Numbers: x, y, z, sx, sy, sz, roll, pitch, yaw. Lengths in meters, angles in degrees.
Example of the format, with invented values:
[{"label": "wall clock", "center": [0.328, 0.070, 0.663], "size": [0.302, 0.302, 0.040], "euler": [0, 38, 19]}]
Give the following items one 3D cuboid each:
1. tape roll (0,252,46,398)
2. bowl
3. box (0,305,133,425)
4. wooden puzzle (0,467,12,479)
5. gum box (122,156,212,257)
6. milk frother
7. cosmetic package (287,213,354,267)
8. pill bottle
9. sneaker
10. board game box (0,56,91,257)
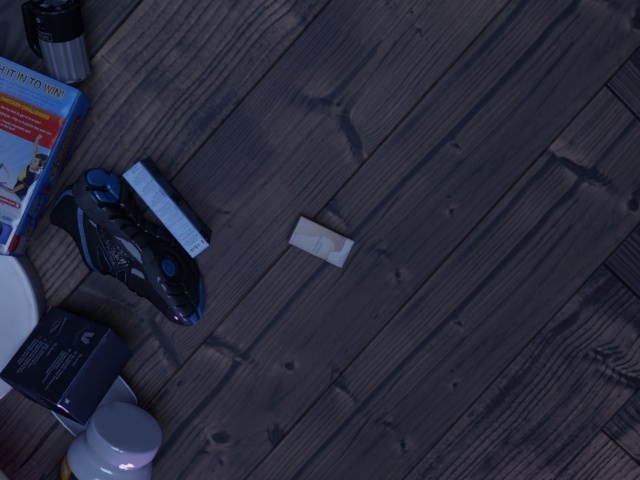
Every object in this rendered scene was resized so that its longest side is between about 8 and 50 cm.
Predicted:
[{"label": "tape roll", "center": [-0.703, 0.137, 1.441], "size": [0.391, 0.072, 0.393], "euler": [-1, 99, -7]}, {"label": "bowl", "center": [-0.432, 0.294, 1.503], "size": [0.142, 0.053, 0.142], "euler": [-38, 101, 0]}, {"label": "box", "center": [-0.448, 0.219, 1.404], "size": [0.156, 0.158, 0.093], "euler": [-59, 146, -26]}, {"label": "wooden puzzle", "center": [-0.725, 0.452, 1.374], "size": [0.322, 0.080, 0.348], "euler": [-42, 84, -10]}, {"label": "gum box", "center": [-0.267, -0.063, 1.411], "size": [0.041, 0.157, 0.184], "euler": [-38, 100, 0]}, {"label": "milk frother", "center": [-0.432, -0.371, 1.381], "size": [0.143, 0.129, 0.135], "euler": [-28, 141, -29]}, {"label": "cosmetic package", "center": [0.000, 0.000, 1.508], "size": [0.115, 0.041, 0.060], "euler": [24, 96, -9]}, {"label": "pill bottle", "center": [-0.401, 0.441, 1.442], "size": [0.162, 0.162, 0.279], "euler": [25, 111, -9]}, {"label": "sneaker", "center": [-0.346, 0.027, 1.456], "size": [0.139, 0.125, 0.341], "euler": [-30, 105, 27]}, {"label": "board game box", "center": [-0.597, -0.167, 1.347], "size": [0.308, 0.086, 0.302], "euler": [23, 85, -1]}]
